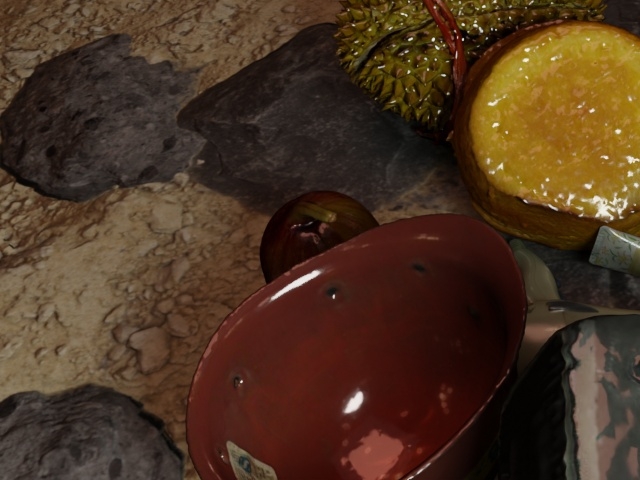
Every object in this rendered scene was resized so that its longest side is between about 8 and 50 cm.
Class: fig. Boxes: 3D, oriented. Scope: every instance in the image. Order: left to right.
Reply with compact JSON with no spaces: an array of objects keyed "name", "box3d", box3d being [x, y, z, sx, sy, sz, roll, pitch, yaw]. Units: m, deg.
[{"name":"fig","box3d":[-0.003,0.000,1.608,0.175,0.207,0.175,-14,45,15]}]

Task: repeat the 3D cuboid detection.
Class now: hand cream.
[{"name":"hand cream","box3d":[0.419,0.034,1.519,0.195,0.067,0.042,16,52,10]}]

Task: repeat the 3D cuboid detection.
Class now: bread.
[{"name":"bread","box3d":[0.320,-0.135,1.598,0.312,0.312,0.172,-13,-5,3]}]

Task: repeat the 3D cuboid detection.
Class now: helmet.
[{"name":"helmet","box3d":[0.071,0.182,1.341,0.385,0.230,0.337,-45,41,-18]}]

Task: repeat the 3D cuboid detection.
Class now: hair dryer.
[{"name":"hair dryer","box3d":[0.336,0.085,1.497,0.296,0.119,0.298,7,31,17]}]

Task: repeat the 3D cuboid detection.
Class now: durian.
[{"name":"durian","box3d":[0.207,-0.293,1.816,0.384,0.347,0.347,3,35,-21]}]

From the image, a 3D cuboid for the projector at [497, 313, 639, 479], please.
[{"name":"projector","box3d":[0.350,0.277,0.981,0.405,0.242,0.395,7,63,-4]}]
